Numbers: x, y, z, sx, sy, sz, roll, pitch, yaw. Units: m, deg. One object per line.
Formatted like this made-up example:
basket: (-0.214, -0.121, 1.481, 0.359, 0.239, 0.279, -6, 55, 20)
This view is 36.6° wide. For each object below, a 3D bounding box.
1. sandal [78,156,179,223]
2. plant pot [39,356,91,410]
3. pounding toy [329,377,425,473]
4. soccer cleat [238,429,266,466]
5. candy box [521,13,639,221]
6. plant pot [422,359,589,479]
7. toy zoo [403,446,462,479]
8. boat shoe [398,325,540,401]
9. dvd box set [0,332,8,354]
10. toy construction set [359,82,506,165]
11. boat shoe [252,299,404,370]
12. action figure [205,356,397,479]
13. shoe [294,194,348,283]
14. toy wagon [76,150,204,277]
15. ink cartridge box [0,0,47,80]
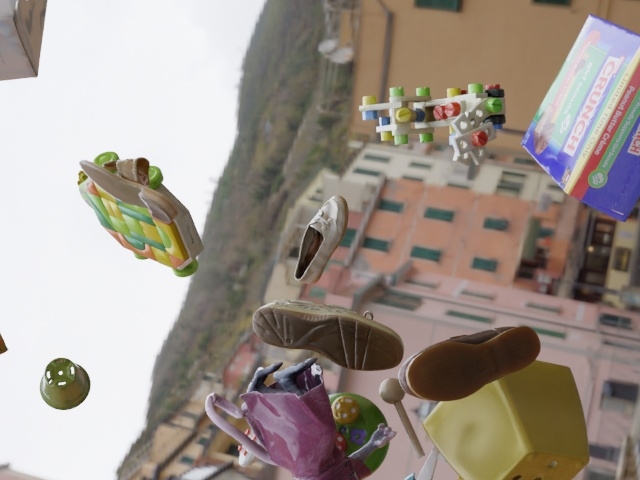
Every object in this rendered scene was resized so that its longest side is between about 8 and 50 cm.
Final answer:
sandal: (-0.324, -0.109, 1.731, 0.079, 0.240, 0.088, -49, -35, -21)
plant pot: (-0.419, 0.225, 1.569, 0.079, 0.083, 0.083, 107, -179, -65)
pounding toy: (0.067, 0.363, 1.880, 0.110, 0.236, 0.183, 74, 179, -63)
soccer cleat: (-0.079, 0.346, 1.802, 0.196, 0.076, 0.068, -55, 18, -10)
candy box: (0.477, -0.215, 1.615, 0.317, 0.122, 0.268, -99, 32, -69)
plant pot: (0.340, 0.344, 1.687, 0.212, 0.212, 0.187, -56, 34, 30)
toy zoo: (0.286, 0.518, 1.849, 0.030, 0.293, 0.192, -21, -54, -73)
boat shoe: (0.179, 0.156, 1.213, 0.207, 0.073, 0.073, -9, -94, -30)
dvd box set: (-0.793, 0.091, 1.770, 0.307, 0.062, 0.420, -24, -57, -18)
toy construction set: (0.252, -0.254, 1.980, 0.215, 0.327, 0.151, -6, -71, -32)
boat shoe: (0.022, 0.156, 1.742, 0.089, 0.285, 0.105, -42, -38, -59)
action figure: (-0.005, 0.379, 1.566, 0.248, 0.275, 0.370, -48, -66, -85)
shoe: (0.000, 0.000, 2.183, 0.058, 0.076, 0.219, 7, -71, -51)
toy wagon: (-0.388, -0.058, 1.981, 0.068, 0.344, 0.267, -49, -37, -31)
ink cartridge box: (-0.582, -0.345, 1.455, 0.131, 0.306, 0.226, 87, 177, -53)
